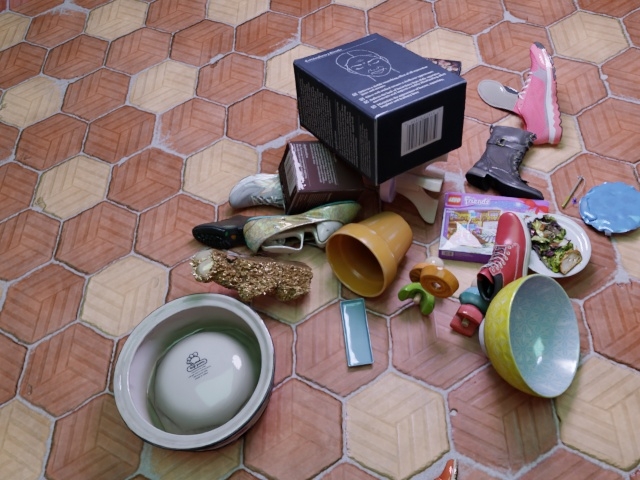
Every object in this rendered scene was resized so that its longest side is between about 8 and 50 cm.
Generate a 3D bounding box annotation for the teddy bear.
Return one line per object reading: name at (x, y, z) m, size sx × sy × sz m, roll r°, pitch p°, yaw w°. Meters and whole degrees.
teddy bear at (-0.192, 0.100, 1.729) m, size 0.337 × 0.113 × 0.245 m, roll 7°, pitch 10°, yaw -33°

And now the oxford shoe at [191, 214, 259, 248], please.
oxford shoe at (-0.273, -0.032, 1.908) m, size 0.227 × 0.083 × 0.096 m, roll -1°, pitch 35°, yaw 9°

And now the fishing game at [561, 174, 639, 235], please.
fishing game at (0.830, -0.088, 1.797) m, size 0.263 × 0.041 × 0.189 m, roll 21°, pitch 62°, yaw 29°

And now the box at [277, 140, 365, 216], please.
box at (-0.003, -0.180, 1.852) m, size 0.203 × 0.167 × 0.169 m, roll -3°, pitch 67°, yaw -17°

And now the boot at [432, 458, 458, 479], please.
boot at (0.262, 0.560, 1.444) m, size 0.084 × 0.059 × 0.158 m, roll 18°, pitch 62°, yaw 25°

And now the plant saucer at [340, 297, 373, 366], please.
plant saucer at (0.096, 0.245, 1.697) m, size 0.067 × 0.018 × 0.192 m, roll -9°, pitch 57°, yaw 3°

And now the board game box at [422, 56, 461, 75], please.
board game box at (0.372, -0.516, 2.141) m, size 0.164 × 0.042 × 0.244 m, roll 11°, pitch 59°, yaw 15°

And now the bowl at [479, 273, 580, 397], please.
bowl at (0.483, 0.234, 1.544) m, size 0.156 × 0.289 × 0.290 m, roll -15°, pitch 42°, yaw 51°

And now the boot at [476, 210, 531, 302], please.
boot at (0.461, 0.038, 1.629) m, size 0.088 × 0.176 × 0.245 m, roll -5°, pitch 81°, yaw 45°

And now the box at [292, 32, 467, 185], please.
box at (0.152, -0.371, 1.732) m, size 0.293 × 0.212 × 0.395 m, roll -25°, pitch 45°, yaw -21°

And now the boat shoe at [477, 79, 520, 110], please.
boat shoe at (0.608, -0.465, 2.076) m, size 0.206 × 0.075 × 0.064 m, roll 36°, pitch 25°, yaw 32°

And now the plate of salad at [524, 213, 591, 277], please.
plate of salad at (0.620, 0.006, 1.692) m, size 0.199 × 0.048 × 0.200 m, roll -3°, pitch 59°, yaw 4°

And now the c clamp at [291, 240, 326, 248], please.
c clamp at (0.000, 0.000, 1.873) m, size 0.160 × 0.022 × 0.137 m, roll 7°, pitch 53°, yaw 14°

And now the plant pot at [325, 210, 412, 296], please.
plant pot at (0.150, 0.019, 1.743) m, size 0.205 × 0.205 × 0.188 m, roll 33°, pitch 51°, yaw 26°

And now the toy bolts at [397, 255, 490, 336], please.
toy bolts at (0.351, 0.112, 1.653) m, size 0.228 × 0.218 × 0.159 m, roll 31°, pitch 59°, yaw 5°

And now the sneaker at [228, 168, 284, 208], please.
sneaker at (-0.151, -0.144, 1.945) m, size 0.262 × 0.099 × 0.121 m, roll -22°, pitch 61°, yaw -5°

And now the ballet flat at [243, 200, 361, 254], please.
ballet flat at (-0.042, -0.025, 1.805) m, size 0.348 × 0.123 × 0.123 m, roll -10°, pitch 56°, yaw -10°

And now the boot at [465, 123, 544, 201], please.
boot at (0.581, -0.236, 1.888) m, size 0.262 × 0.091 × 0.229 m, roll 28°, pitch 70°, yaw 26°

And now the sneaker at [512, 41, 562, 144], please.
sneaker at (0.650, -0.442, 1.936) m, size 0.136 × 0.116 × 0.314 m, roll -9°, pitch 97°, yaw 15°

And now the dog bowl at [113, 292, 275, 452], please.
dog bowl at (-0.301, 0.346, 1.611) m, size 0.407 × 0.150 × 0.408 m, roll -4°, pitch 57°, yaw 6°

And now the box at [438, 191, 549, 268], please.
box at (0.490, -0.030, 1.796) m, size 0.293 × 0.057 × 0.201 m, roll 7°, pitch 60°, yaw 13°

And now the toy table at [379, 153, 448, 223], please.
toy table at (0.275, -0.184, 1.833) m, size 0.160 × 0.252 × 0.274 m, roll 12°, pitch 28°, yaw 11°
